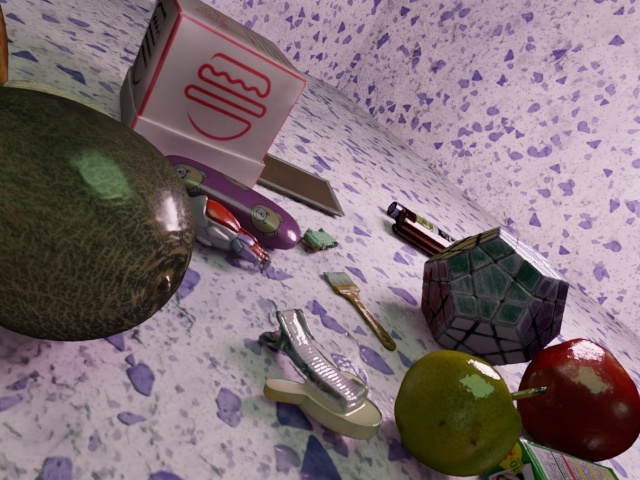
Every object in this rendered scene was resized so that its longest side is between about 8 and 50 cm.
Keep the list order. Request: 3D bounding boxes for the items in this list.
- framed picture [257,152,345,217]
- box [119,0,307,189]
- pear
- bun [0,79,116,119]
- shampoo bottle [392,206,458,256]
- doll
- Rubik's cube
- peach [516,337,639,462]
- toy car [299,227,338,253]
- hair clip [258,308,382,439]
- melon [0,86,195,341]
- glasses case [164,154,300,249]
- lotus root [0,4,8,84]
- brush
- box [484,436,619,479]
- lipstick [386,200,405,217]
[{"bbox_3d":[-0.078,-0.170,1.308,0.296,0.019,0.232,22,26,-24],"label":"framed picture"},{"bbox_3d":[-0.261,-0.353,1.066,0.312,0.300,0.314,17,29,-35],"label":"box"},{"bbox_3d":[0.219,0.243,0.668,0.180,0.216,0.166,62,18,-20],"label":"pear"},{"bbox_3d":[-0.427,-0.169,0.736,0.195,0.118,0.195,30,18,-11],"label":"bun"},{"bbox_3d":[0.386,0.013,1.477,0.323,0.084,0.129,31,27,-8],"label":"shampoo bottle"},{"bbox_3d":[-0.183,-0.023,0.825,0.227,0.075,0.102,35,7,-23],"label":"doll"},{"bbox_3d":[0.381,0.126,1.033,0.319,0.264,0.319,28,24,-14],"label":"Rubik's cube"},{"bbox_3d":[0.500,0.305,0.889,0.243,0.243,0.199,18,-8,-33],"label":"peach"},{"bbox_3d":[0.000,0.000,1.068,0.059,0.035,0.122,42,16,16],"label":"toy car"},{"bbox_3d":[-0.007,0.194,0.650,0.218,0.071,0.159,41,27,29],"label":"hair clip"},{"bbox_3d":[-0.292,-0.035,0.504,0.329,0.249,0.248,35,23,10],"label":"melon"},{"bbox_3d":[-0.182,-0.076,0.923,0.316,0.076,0.123,28,24,-15],"label":"glasses case"},{"bbox_3d":[-0.634,-0.336,0.681,0.316,0.250,0.316,20,22,-8],"label":"lotus root"},{"bbox_3d":[0.086,0.140,0.944,0.082,0.010,0.218,6,37,-48],"label":"brush"},{"bbox_3d":[0.384,0.416,0.694,0.250,0.103,0.180,24,26,-19],"label":"box"},{"bbox_3d":[0.338,-0.058,1.605,0.234,0.053,0.053,30,24,-22],"label":"lipstick"}]
